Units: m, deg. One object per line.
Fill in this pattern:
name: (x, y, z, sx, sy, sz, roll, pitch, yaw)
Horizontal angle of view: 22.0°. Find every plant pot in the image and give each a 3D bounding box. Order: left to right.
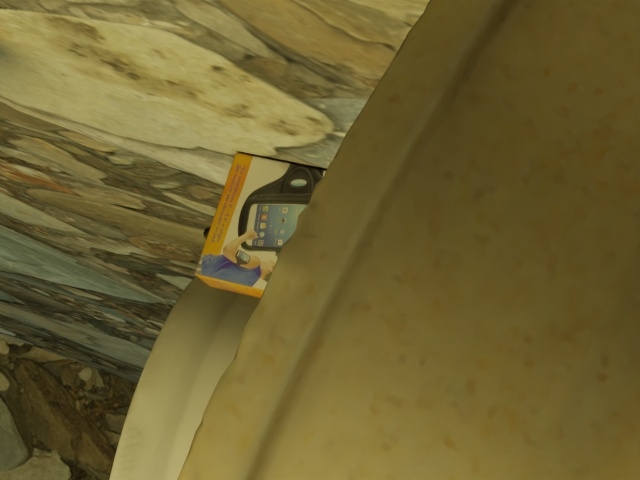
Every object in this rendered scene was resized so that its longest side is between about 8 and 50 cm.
plant pot: (0.158, 0.096, 0.424, 0.305, 0.334, 0.334, 26, 171, 16)

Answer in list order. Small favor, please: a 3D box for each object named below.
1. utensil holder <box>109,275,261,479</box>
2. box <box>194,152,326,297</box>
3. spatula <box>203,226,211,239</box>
utensil holder: (0.056, 0.223, 1.331, 0.385, 0.328, 0.327, 14, 168, 10)
box: (0.000, 0.000, 0.969, 0.136, 0.081, 0.028, 11, 166, 27)
spatula: (0.061, 0.034, 1.158, 0.296, 0.030, 0.084, 18, 171, -1)
